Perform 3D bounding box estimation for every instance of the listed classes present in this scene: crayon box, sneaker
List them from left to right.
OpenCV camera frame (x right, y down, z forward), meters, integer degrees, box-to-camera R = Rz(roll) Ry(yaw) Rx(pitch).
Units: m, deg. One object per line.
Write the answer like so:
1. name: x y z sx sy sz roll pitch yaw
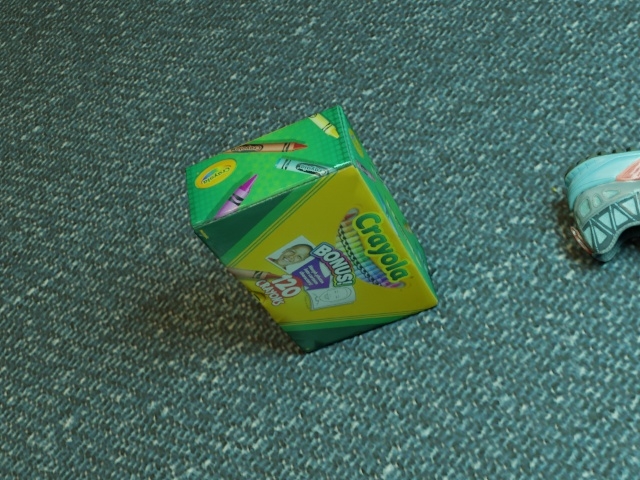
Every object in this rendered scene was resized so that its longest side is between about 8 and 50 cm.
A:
1. crayon box: 0.000 0.000 1.021 0.165 0.278 0.081 -21 52 12
2. sneaker: 0.384 -0.035 0.997 0.262 0.104 0.125 -10 74 24
